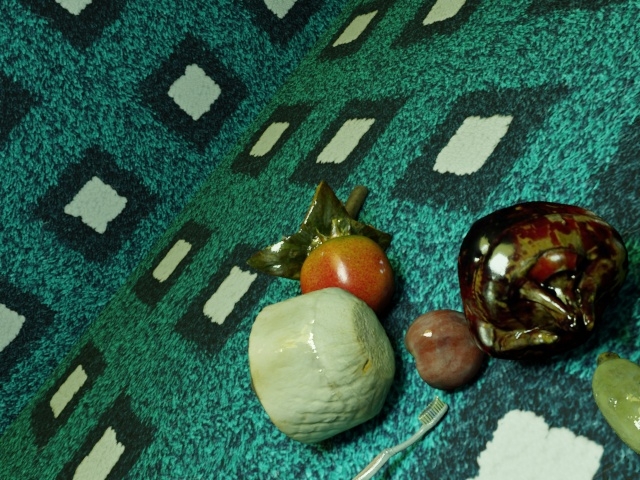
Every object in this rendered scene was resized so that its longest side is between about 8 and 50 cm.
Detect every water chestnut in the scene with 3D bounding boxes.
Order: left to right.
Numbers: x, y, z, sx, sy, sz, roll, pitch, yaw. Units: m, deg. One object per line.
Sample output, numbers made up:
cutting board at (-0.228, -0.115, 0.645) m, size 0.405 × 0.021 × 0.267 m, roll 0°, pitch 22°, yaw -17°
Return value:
water chestnut at (0.364, 0.069, 1.082) m, size 0.289 × 0.289 × 0.244 m, roll -36°, pitch 61°, yaw 21°

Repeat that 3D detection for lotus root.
lotus root at (0.443, 0.227, 0.932) m, size 0.090 × 0.077 × 0.183 m, roll -38°, pitch 30°, yaw 17°

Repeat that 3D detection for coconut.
coconut at (-0.019, 0.253, 1.338) m, size 0.329 × 0.329 × 0.329 m, roll -35°, pitch 30°, yaw 24°

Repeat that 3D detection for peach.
peach at (0.240, 0.200, 1.222) m, size 0.152 × 0.152 × 0.152 m, roll -35°, pitch 30°, yaw 24°

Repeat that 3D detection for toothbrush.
toothbrush at (0.090, 0.419, 1.177) m, size 0.375 × 0.037 × 0.028 m, roll -41°, pitch 9°, yaw -8°

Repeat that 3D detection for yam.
yam at (0.075, -0.059, 1.870) m, size 0.057 × 0.057 × 0.241 m, roll -11°, pitch 43°, yaw 50°

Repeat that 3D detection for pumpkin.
pumpkin at (0.004, 0.026, 1.646) m, size 0.290 × 0.258 × 0.095 m, roll -50°, pitch 12°, yaw -1°

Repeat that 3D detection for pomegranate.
pomegranate at (0.062, 0.073, 1.512) m, size 0.221 × 0.221 × 0.257 m, roll -24°, pitch 72°, yaw 39°

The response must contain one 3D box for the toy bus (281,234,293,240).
toy bus at (-0.042, 0.053, 1.826) m, size 0.268 × 0.092 × 0.106 m, roll -137°, pitch 49°, yaw -63°
